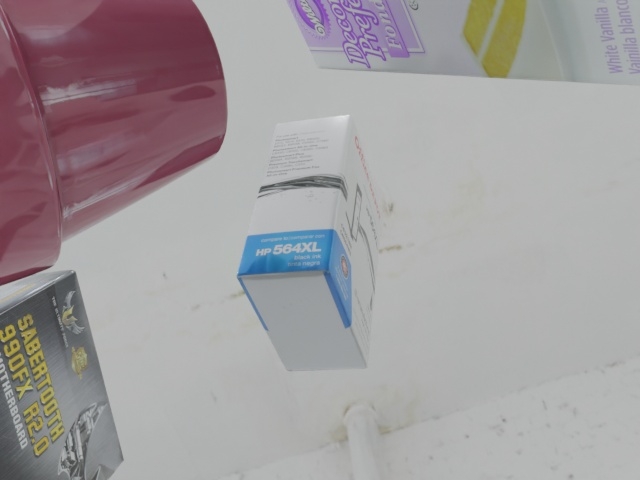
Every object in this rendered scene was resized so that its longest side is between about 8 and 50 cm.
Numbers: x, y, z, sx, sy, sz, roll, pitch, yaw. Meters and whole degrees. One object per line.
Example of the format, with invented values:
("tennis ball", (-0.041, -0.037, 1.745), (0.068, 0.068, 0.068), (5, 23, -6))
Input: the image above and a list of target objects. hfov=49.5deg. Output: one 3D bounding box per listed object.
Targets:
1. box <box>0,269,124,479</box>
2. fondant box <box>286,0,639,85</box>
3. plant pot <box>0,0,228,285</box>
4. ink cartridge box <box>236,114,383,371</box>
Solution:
("box", (-0.280, 0.166, 0.670), (0.056, 0.183, 0.231), (-5, -76, 15))
("fondant box", (0.070, -0.220, 0.402), (0.096, 0.330, 0.238), (-39, -59, -18))
("plant pot", (-0.168, -0.089, 0.444), (0.180, 0.201, 0.201), (-21, -62, -32))
("ink cartridge box", (0.000, 0.000, 0.666), (0.086, 0.203, 0.148), (-5, -43, 17))
